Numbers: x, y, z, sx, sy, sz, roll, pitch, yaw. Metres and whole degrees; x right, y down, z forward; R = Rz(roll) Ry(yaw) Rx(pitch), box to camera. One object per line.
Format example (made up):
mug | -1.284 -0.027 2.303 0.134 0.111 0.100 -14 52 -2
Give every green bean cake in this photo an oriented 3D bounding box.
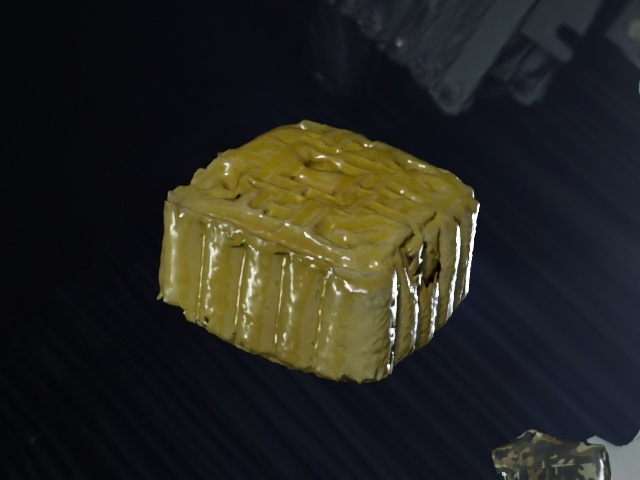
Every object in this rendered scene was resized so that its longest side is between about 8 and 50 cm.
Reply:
green bean cake | 0.000 0.000 0.998 0.224 0.229 0.131 -40 -35 -51

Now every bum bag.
bum bag | 0.221 0.276 0.994 0.069 0.248 0.102 -4 -21 -36

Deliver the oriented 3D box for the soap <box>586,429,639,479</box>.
soap | 0.360 0.336 1.119 0.159 0.302 0.258 -42 1 35
